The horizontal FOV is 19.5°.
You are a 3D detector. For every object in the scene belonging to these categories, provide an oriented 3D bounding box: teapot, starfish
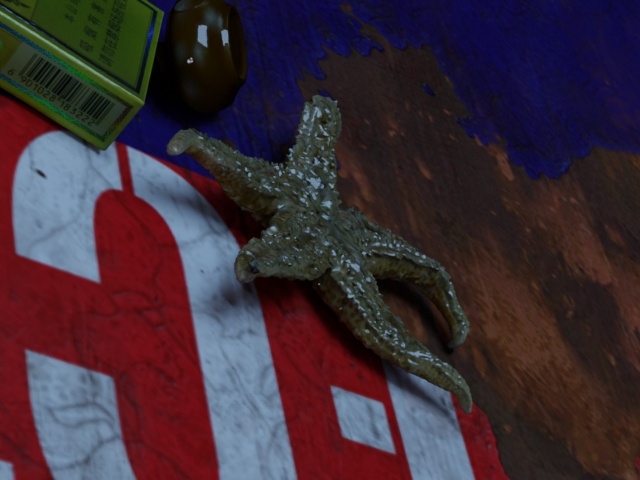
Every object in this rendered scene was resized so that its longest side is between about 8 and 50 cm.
[{"bbox_3d":[-0.104,-0.154,1.516,0.129,0.078,0.098,-81,161,-65],"label":"teapot"},{"bbox_3d":[-0.003,0.002,1.448,0.302,0.060,0.299,13,48,-50],"label":"starfish"}]

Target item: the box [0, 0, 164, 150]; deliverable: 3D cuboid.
[{"bbox_3d":[-0.229,-0.178,1.399,0.220,0.064,0.141,33,32,-21],"label":"box"}]
